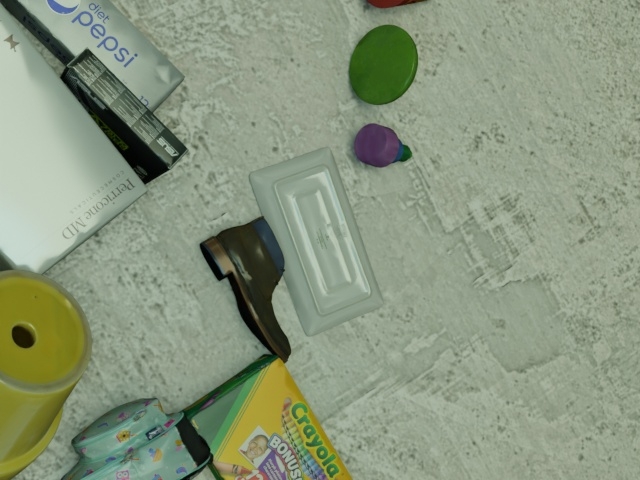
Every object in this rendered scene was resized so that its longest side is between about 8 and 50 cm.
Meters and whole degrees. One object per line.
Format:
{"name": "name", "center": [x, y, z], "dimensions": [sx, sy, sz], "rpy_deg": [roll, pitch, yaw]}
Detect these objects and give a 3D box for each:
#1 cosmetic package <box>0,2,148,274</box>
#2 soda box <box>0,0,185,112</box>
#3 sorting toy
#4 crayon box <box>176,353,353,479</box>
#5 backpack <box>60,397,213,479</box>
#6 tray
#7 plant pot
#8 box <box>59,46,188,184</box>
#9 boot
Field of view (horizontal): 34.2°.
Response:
{"name": "cosmetic package", "center": [-0.440, -0.145, 1.391], "dimensions": [0.217, 0.156, 0.385], "rpy_deg": [-44, 101, -19]}
{"name": "soda box", "center": [-0.332, -0.294, 1.475], "dimensions": [0.286, 0.091, 0.098], "rpy_deg": [44, 74, -12]}
{"name": "sorting toy", "center": [0.133, -0.292, 1.664], "dimensions": [0.126, 0.127, 0.366], "rpy_deg": [10, 85, -50]}
{"name": "crayon box", "center": [-0.069, 0.329, 1.539], "dimensions": [0.165, 0.081, 0.278], "rpy_deg": [-33, 98, -19]}
{"name": "backpack", "center": [-0.265, 0.305, 1.422], "dimensions": [0.188, 0.166, 0.144], "rpy_deg": [-39, 99, -21]}
{"name": "tray", "center": [0.000, 0.000, 1.615], "dimensions": [0.145, 0.030, 0.270], "rpy_deg": [-21, 94, -21]}
{"name": "plant pot", "center": [-0.412, 0.159, 1.287], "dimensions": [0.254, 0.239, 0.254], "rpy_deg": [24, 47, -30]}
{"name": "box", "center": [-0.281, -0.165, 1.437], "dimensions": [0.191, 0.184, 0.045], "rpy_deg": [46, 74, -13]}
{"name": "boot", "center": [-0.079, 0.070, 1.553], "dimensions": [0.106, 0.082, 0.219], "rpy_deg": [-33, 96, -17]}
